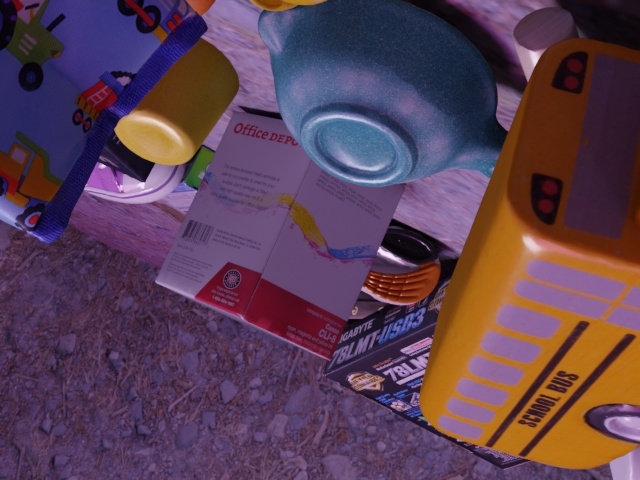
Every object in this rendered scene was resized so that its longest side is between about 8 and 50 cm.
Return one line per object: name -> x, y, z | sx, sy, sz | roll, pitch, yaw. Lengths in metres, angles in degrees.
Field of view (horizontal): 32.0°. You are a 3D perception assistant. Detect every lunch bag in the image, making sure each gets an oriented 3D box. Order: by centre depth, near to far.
lunch bag -> -0.236, -0.150, 0.526 | 0.293, 0.138, 0.221 | 28, 169, 39

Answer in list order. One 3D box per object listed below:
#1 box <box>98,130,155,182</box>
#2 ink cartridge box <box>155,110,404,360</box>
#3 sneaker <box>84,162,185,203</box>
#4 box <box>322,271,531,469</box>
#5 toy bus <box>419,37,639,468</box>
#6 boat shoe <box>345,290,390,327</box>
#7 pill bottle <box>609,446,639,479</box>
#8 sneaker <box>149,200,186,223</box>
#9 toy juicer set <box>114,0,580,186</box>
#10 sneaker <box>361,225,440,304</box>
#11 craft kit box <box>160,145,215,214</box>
box -> -0.229, -0.142, 1.017 | 0.156, 0.093, 0.158 | 24, 171, 16
ink cartridge box -> -0.034, -0.007, 0.999 | 0.128, 0.176, 0.127 | 18, 171, 45
sneaker -> -0.292, -0.134, 1.239 | 0.282, 0.102, 0.161 | 23, 168, 18
box -> 0.201, 0.156, 1.307 | 0.293, 0.073, 0.295 | 30, 145, -19
toy bus -> 0.138, 0.011, 0.529 | 0.130, 0.108, 0.333 | 16, 154, 5
boat shoe -> 0.138, 0.107, 1.453 | 0.324, 0.097, 0.116 | 16, 166, 46
pill bottle -> 0.307, 0.127, 0.762 | 0.208, 0.118, 0.117 | -4, 168, 4
sneaker -> -0.229, -0.081, 1.553 | 0.188, 0.066, 0.071 | 24, 156, -27
toy juicer set -> 0.032, -0.103, 0.604 | 0.329, 0.090, 0.209 | 14, 149, 12
sneaker -> 0.000, 0.000, 1.229 | 0.262, 0.099, 0.121 | 26, 176, 1
craft kit box -> -0.087, -0.033, 1.409 | 0.246, 0.061, 0.250 | 31, 170, -20
